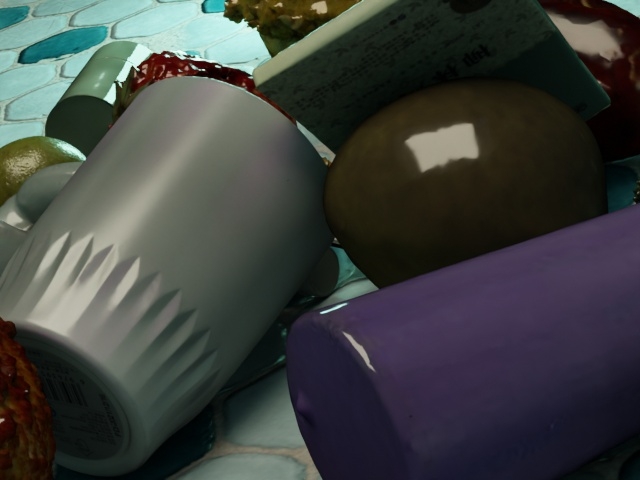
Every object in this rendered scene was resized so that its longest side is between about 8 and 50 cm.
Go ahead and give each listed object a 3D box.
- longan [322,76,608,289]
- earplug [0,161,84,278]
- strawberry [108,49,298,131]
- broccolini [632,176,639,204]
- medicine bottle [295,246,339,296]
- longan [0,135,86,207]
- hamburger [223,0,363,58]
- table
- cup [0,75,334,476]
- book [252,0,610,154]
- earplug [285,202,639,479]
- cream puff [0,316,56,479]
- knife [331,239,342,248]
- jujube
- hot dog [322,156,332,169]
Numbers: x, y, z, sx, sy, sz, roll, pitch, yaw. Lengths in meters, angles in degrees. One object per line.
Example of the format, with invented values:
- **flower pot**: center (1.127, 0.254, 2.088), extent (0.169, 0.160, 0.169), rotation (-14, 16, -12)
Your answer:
- **longan**: center (0.146, -0.042, 1.775), extent (0.300, 0.243, 0.300), rotation (14, 2, -1)
- **earplug**: center (-0.297, 0.017, 2.038), extent (0.326, 0.214, 0.175), rotation (-18, 61, -6)
- **strawberry**: center (-0.141, -0.145, 2.316), extent (0.244, 0.205, 0.205), rotation (-3, 16, -27)
- **broccolini**: center (0.508, -0.102, 1.905), extent (0.392, 0.074, 0.079), rotation (-22, 30, -10)
- **medicine bottle**: center (-0.031, 0.031, 1.974), extent (0.091, 0.058, 0.058), rotation (3, 29, 38)
- **longan**: center (-0.353, -0.050, 2.291), extent (0.155, 0.176, 0.145), rotation (-35, -19, -1)
- **hamburger**: center (0.009, -0.388, 2.668), extent (0.287, 0.268, 0.445), rotation (-34, 30, -29)
- **table**: center (-0.300, -0.189, 2.569), extent (0.126, 0.126, 0.220), rotation (-10, 23, 14)
- **cup**: center (-0.165, 0.034, 1.784), extent (0.253, 0.253, 0.371), rotation (2, 41, 35)
- **book**: center (0.124, -0.155, 1.842), extent (0.264, 0.379, 0.031), rotation (-31, 59, 15)
- **earplug**: center (0.213, 0.087, 1.521), extent (0.456, 0.215, 0.215), rotation (-21, 23, -22)
- **cream puff**: center (-0.362, 0.199, 1.561), extent (0.350, 0.229, 0.350), rotation (-19, 57, 32)
- **knife**: center (0.000, 0.000, 1.985), extent (0.230, 0.028, 0.060), rotation (13, 0, 11)
- **jujube**: center (0.259, -0.193, 2.108), extent (0.318, 0.223, 0.223), rotation (16, 38, 39)
- **hot dog**: center (-0.062, -0.030, 2.121), extent (0.109, 0.072, 0.269), rotation (-5, 24, 31)
